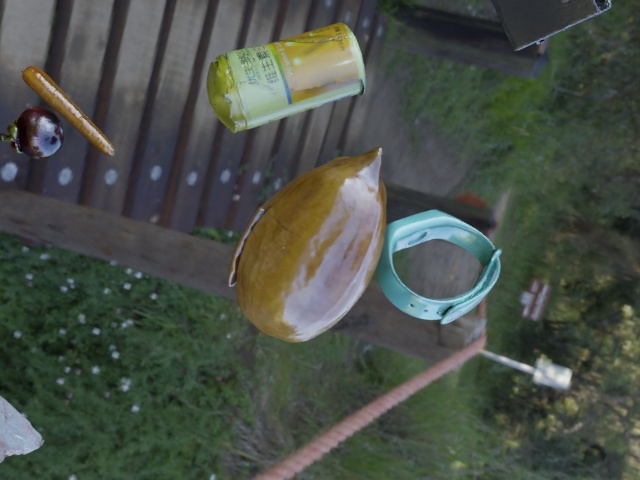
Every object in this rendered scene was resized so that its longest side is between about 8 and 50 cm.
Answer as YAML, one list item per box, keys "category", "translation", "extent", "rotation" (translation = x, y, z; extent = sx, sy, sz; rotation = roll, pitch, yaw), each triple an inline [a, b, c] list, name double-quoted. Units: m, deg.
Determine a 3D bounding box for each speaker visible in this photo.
- category: "speaker"
  translation: [0.588, -0.619, 2.113]
  extent: [0.184, 0.254, 0.232]
  rotation: [62, 31, -12]

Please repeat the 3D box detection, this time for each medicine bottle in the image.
- category: "medicine bottle"
  translation: [-0.057, -0.249, 1.293]
  extent: [0.124, 0.239, 0.124]
  rotation: [163, -90, -81]

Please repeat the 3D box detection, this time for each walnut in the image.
- category: "walnut"
  translation: [0.000, 0.000, 1.256]
  extent: [0.336, 0.209, 0.209]
  rotation: [-55, 171, 19]

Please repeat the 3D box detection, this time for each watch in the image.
- category: "watch"
  translation: [0.203, 0.038, 1.428]
  extent: [0.237, 0.195, 0.068]
  rotation: [-17, 150, -35]

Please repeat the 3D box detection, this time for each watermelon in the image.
- category: "watermelon"
  translation: [-0.501, 0.271, 1.156]
  extent: [0.207, 0.202, 0.136]
  rotation: [-32, -160, 47]

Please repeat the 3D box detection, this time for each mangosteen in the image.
- category: "mangosteen"
  translation: [-0.420, -0.158, 1.244]
  extent: [0.081, 0.081, 0.081]
  rotation: [19, 90, -75]

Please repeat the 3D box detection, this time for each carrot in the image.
- category: "carrot"
  translation: [-0.507, -0.260, 1.696]
  extent: [0.043, 0.248, 0.043]
  rotation: [-45, -176, 4]
